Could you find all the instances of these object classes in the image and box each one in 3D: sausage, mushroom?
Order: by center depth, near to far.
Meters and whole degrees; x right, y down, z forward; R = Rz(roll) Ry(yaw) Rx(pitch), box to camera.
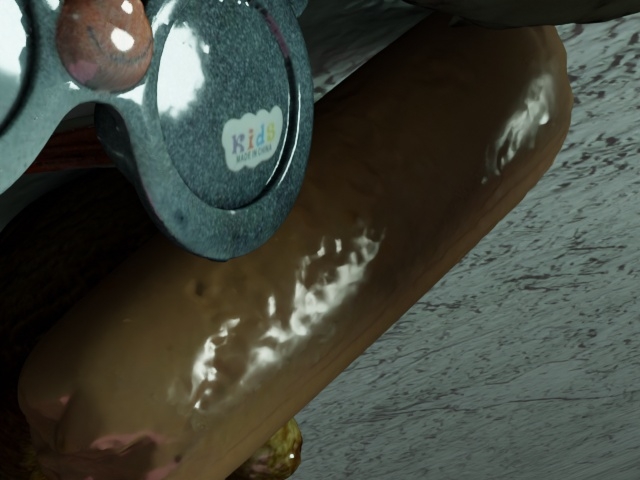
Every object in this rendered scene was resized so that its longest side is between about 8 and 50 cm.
[{"bbox_3d":[0.001,0.000,0.756,0.289,0.086,0.086,-43,180,-35],"label":"sausage"},{"bbox_3d":[-0.074,0.027,0.892,0.231,0.138,0.194,-34,145,16],"label":"mushroom"}]

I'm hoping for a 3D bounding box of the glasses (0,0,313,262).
[{"bbox_3d":[-0.159,-0.051,0.662,0.268,0.118,0.234,-2,176,40],"label":"glasses"}]

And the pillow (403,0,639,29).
[{"bbox_3d":[0.059,-0.108,0.702,0.093,0.051,0.241,-31,160,24],"label":"pillow"}]
